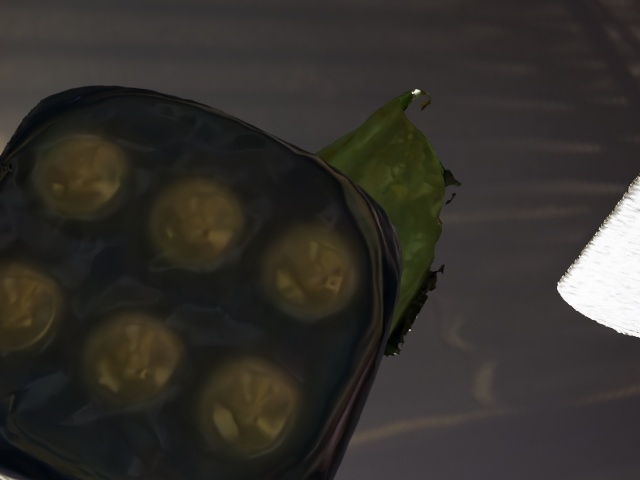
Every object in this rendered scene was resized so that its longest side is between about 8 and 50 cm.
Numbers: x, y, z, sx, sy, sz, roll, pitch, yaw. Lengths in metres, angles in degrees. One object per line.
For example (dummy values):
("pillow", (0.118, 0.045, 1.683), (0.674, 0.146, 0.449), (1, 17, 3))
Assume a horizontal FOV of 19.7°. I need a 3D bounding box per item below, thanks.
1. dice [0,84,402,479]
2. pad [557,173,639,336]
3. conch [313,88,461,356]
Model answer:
("dice", (-0.057, 0.038, 0.636), (0.143, 0.146, 0.146), (23, -112, -1))
("pad", (0.286, 0.091, 0.824), (0.375, 0.315, 0.063), (19, -107, 2))
("conch", (0.008, 0.015, 1.336), (0.137, 0.251, 0.143), (28, -141, -61))
